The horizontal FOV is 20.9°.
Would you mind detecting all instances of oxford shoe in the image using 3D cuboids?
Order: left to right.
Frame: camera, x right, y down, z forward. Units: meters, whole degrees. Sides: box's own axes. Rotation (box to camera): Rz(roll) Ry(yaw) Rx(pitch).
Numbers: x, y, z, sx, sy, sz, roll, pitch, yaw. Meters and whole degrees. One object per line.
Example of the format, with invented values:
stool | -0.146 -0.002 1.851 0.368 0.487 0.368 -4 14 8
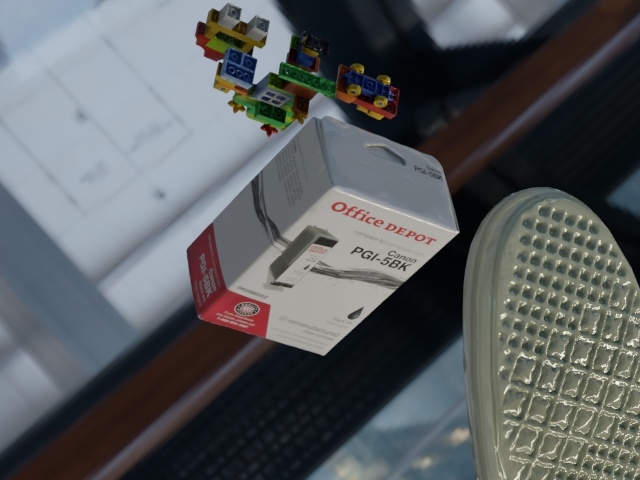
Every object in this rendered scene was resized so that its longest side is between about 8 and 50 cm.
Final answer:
oxford shoe | 0.171 0.164 1.284 0.169 0.449 0.130 -29 -150 -23

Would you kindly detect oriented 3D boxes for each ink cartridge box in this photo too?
ink cartridge box | 0.000 0.000 1.023 0.099 0.056 0.135 18 133 -33

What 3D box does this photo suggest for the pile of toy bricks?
pile of toy bricks | -0.036 -0.137 1.717 0.105 0.212 0.118 -35 -140 53
